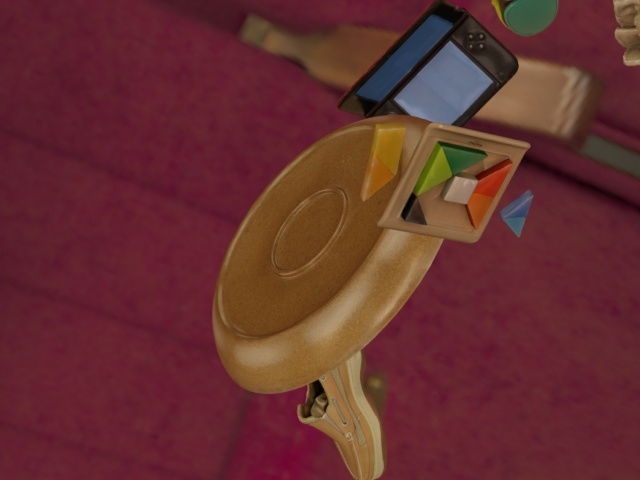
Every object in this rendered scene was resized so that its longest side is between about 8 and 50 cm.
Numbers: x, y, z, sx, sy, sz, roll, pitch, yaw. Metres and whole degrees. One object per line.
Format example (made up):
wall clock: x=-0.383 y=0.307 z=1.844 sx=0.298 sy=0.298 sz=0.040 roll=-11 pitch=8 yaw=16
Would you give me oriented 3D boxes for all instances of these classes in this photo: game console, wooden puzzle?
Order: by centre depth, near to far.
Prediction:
wooden puzzle: x=0.072 y=-0.029 z=0.915 sx=0.014 sy=0.116 sz=0.079 roll=61 pitch=139 yaw=45
game console: x=0.105 y=-0.150 z=1.614 sx=0.144 sy=0.124 sz=0.085 roll=-45 pitch=14 yaw=16

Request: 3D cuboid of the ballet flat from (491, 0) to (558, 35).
ballet flat: x=0.219 y=-0.303 z=1.934 sx=0.077 sy=0.231 sz=0.077 roll=-32 pitch=73 yaw=13

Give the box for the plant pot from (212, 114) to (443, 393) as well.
plant pot: x=0.000 y=0.000 z=1.207 sx=0.236 sy=0.032 sz=0.236 roll=-36 pitch=32 yaw=26

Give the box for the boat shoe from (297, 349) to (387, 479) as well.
boat shoe: x=0.010 y=0.157 z=1.609 sx=0.072 sy=0.190 sz=0.068 roll=-27 pitch=26 yaw=-23

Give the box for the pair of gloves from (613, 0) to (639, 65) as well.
pair of gloves: x=0.366 y=-0.138 z=1.490 sx=0.204 sy=0.240 sz=0.042 roll=14 pitch=71 yaw=29
